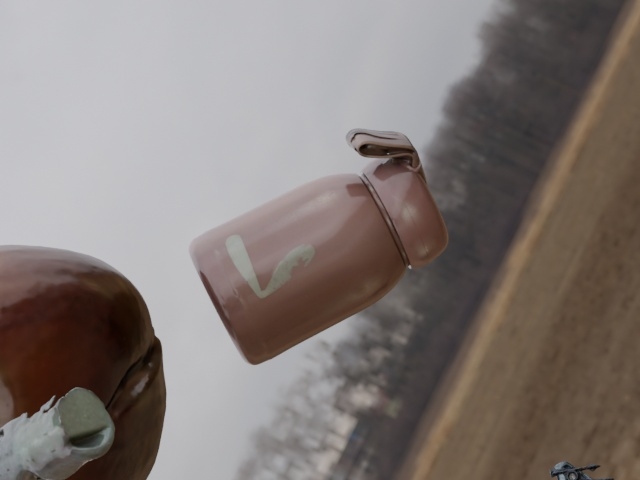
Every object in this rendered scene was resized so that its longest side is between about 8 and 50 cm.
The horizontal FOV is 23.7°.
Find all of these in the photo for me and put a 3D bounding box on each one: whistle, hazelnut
[{"bbox_3d":[-0.306,0.215,1.291,0.346,0.142,0.134,-33,51,34],"label":"whistle"},{"bbox_3d":[-0.342,0.174,1.743,0.315,0.372,0.372,16,76,51],"label":"hazelnut"}]

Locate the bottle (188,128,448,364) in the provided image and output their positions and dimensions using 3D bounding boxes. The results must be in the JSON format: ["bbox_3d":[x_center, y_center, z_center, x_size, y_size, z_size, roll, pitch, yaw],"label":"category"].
[{"bbox_3d":[0.000,0.000,1.818,0.297,0.206,0.173,-26,27,-2],"label":"bottle"}]

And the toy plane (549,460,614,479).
[{"bbox_3d":[0.397,0.366,2.041,0.078,0.246,0.169,47,-149,-63],"label":"toy plane"}]
